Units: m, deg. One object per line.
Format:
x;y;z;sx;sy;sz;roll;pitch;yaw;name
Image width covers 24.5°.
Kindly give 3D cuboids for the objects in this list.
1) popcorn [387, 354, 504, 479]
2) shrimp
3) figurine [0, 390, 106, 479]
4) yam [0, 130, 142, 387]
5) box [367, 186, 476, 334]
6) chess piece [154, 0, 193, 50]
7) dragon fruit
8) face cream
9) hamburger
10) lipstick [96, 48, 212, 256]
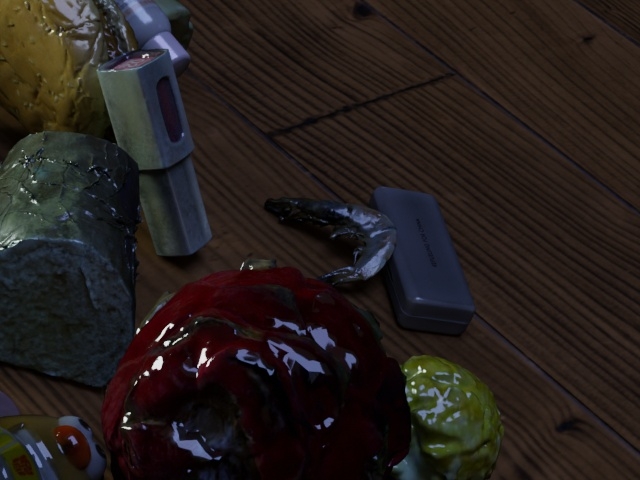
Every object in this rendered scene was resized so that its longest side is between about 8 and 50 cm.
0.096;0.225;1.635;0.198;0.198;0.212;35;64;17;popcorn
0.000;0.002;1.961;0.195;0.035;0.147;12;54;15;shrimp
-0.306;0.234;1.366;0.285;0.167;0.342;14;65;-69;figurine
-0.295;-0.001;1.692;0.203;0.201;0.271;15;30;-12;yam
0.133;0.024;1.996;0.103;0.055;0.243;9;37;-19;box
-0.398;-0.380;2.106;0.442;0.234;0.234;36;37;11;chess piece
-0.063;0.178;1.463;0.329;0.329;0.329;15;36;-11;dragon fruit
-0.273;-0.316;1.943;0.269;0.082;0.082;50;42;13;face cream
-0.350;-0.240;1.901;0.283;0.259;0.144;44;47;9;hamburger
-0.201;-0.106;1.823;0.077;0.252;0.079;1;25;31;lipstick
